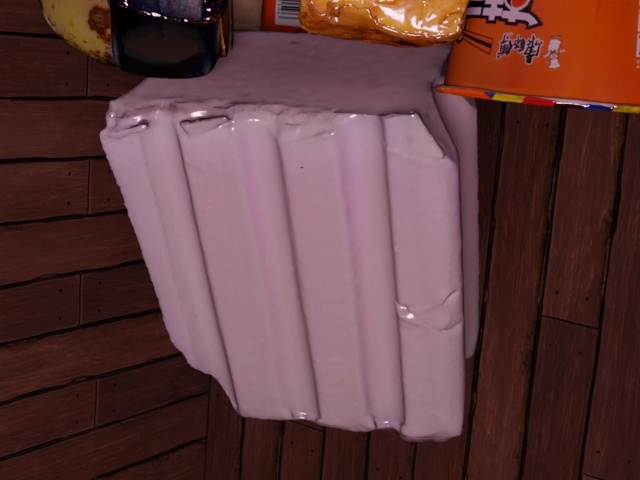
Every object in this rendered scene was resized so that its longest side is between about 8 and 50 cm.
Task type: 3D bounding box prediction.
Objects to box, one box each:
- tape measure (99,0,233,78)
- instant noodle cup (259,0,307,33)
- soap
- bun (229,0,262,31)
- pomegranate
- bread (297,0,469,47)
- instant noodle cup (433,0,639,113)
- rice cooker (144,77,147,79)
[{"bbox_3d":[-0.150,-0.258,0.962,0.135,0.202,0.223,0,-164,-5],"label":"tape measure"},{"bbox_3d":[0.042,-0.241,1.288,0.294,0.308,0.294,2,-161,-1],"label":"instant noodle cup"},{"bbox_3d":[0.000,0.000,1.121,0.350,0.435,0.213,1,-144,16],"label":"soap"},{"bbox_3d":[-0.130,-0.370,1.532,0.220,0.134,0.220,36,-165,-11],"label":"bun"},{"bbox_3d":[-0.292,-0.349,1.378,0.222,0.204,0.276,25,-172,4],"label":"pomegranate"},{"bbox_3d":[0.054,-0.244,0.846,0.143,0.158,0.149,9,-168,0],"label":"bread"},{"bbox_3d":[0.235,-0.216,0.884,0.250,0.192,0.250,5,-169,-1],"label":"instant noodle cup"},{"bbox_3d":[-0.138,-0.176,1.503,0.224,0.267,0.267,8,-169,43],"label":"rice cooker"}]
